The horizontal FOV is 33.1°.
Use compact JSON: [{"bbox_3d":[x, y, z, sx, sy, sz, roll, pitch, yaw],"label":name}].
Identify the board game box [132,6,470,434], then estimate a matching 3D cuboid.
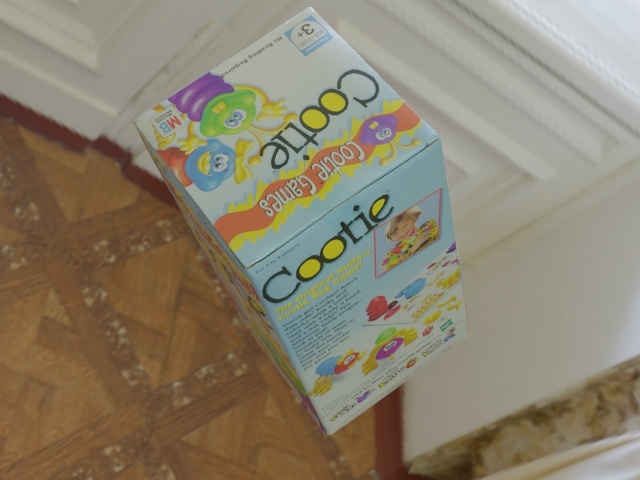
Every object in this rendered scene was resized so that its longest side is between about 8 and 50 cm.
[{"bbox_3d":[0.000,0.000,0.761,0.142,0.144,0.275,50,-11,30],"label":"board game box"}]
